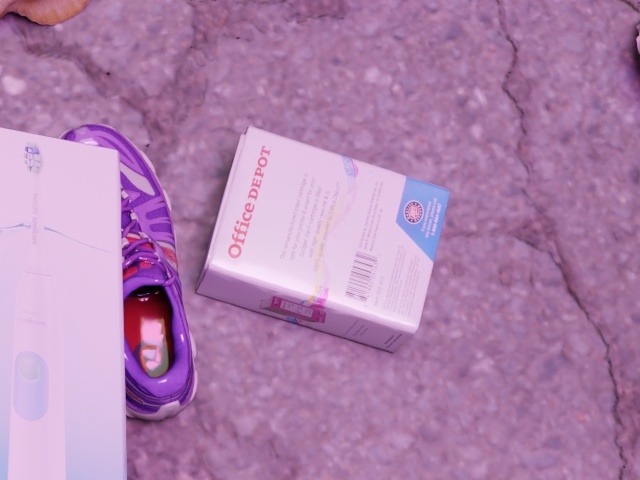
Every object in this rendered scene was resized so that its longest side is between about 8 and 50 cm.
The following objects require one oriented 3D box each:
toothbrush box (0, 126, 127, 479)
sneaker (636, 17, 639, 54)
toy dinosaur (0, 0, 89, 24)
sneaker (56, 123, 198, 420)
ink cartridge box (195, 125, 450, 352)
[{"bbox_3d":[-0.208,0.090,0.735,0.216,0.126,0.295,9,59,-26],"label":"toothbrush box"},{"bbox_3d":[0.332,-0.171,0.983,0.293,0.146,0.102,-22,78,-19],"label":"sneaker"},{"bbox_3d":[-0.147,-0.165,0.908,0.183,0.092,0.053,-32,46,-7],"label":"toy dinosaur"},{"bbox_3d":[-0.099,0.011,0.868,0.068,0.071,0.170,-16,76,-17],"label":"sneaker"},{"bbox_3d":[0.000,0.000,0.904,0.122,0.052,0.088,18,69,-8],"label":"ink cartridge box"}]
